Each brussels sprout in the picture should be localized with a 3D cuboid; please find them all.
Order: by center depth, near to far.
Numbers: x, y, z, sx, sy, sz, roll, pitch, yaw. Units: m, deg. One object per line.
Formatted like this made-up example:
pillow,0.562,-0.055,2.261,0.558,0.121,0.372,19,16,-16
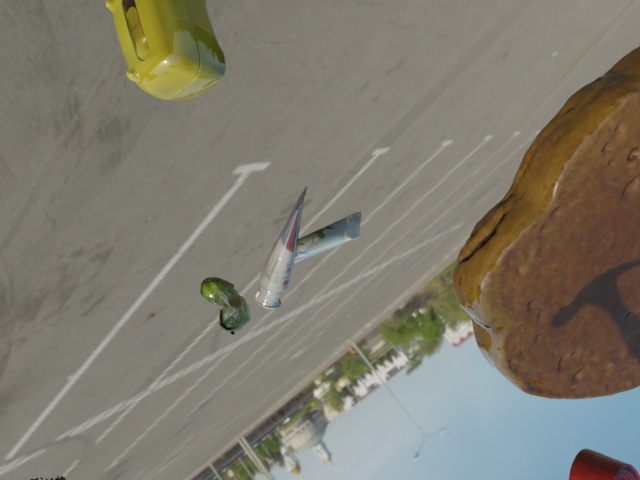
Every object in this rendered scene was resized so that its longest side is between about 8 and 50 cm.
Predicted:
brussels sprout,-0.127,0.085,0.808,0.051,0.083,0.046,-26,-163,26

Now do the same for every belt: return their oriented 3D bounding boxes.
belt,0.629,0.553,1.340,0.124,0.201,0.128,9,-128,52

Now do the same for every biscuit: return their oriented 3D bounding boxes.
biscuit,0.301,-0.018,0.550,0.359,0.074,0.381,6,111,-25

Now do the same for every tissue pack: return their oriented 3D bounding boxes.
tissue pack,-0.227,-0.302,0.880,0.123,0.178,0.127,-21,175,36

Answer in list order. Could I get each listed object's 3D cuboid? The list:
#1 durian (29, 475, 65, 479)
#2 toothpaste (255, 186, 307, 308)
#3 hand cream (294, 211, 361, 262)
durian,-0.384,0.364,0.837,0.052,0.066,0.130,8,177,-11
toothpaste,-0.066,0.017,1.088,0.089,0.057,0.234,-79,-174,-63
hand cream,0.000,0.000,1.642,0.271,0.058,0.091,-23,-139,35
